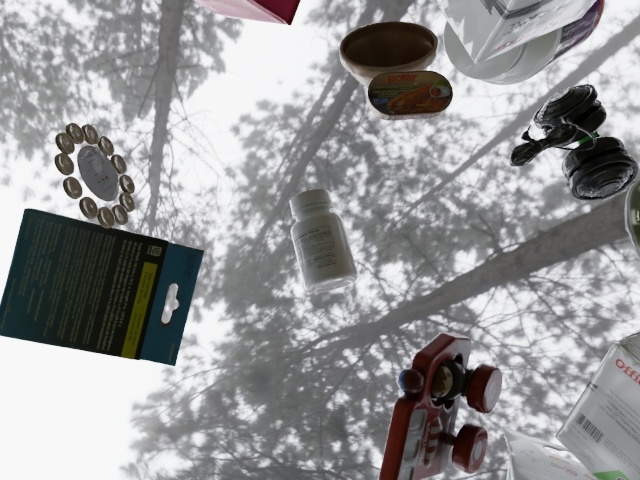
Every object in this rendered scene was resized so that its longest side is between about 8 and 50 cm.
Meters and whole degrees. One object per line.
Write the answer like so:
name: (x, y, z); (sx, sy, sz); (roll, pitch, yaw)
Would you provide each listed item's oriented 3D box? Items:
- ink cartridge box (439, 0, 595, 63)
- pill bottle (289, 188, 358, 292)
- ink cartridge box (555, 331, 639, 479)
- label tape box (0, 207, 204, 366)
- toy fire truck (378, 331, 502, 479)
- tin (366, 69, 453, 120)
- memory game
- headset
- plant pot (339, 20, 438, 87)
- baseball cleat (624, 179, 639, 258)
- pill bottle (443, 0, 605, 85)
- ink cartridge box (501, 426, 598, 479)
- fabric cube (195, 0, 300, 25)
ink cartridge box: (0.160, -0.202, 0.424); (0.109, 0.150, 0.063); (-26, -102, -12)
pill bottle: (0.000, 0.000, 1.471); (0.131, 0.131, 0.229); (-8, -107, -20)
ink cartridge box: (0.478, 0.269, 0.916); (0.093, 0.219, 0.160); (-10, -140, -33)
label tape box: (-0.423, 0.093, 1.199); (0.334, 0.106, 0.240); (15, -94, -16)
toy fire truck: (0.222, 0.334, 1.220); (0.254, 0.170, 0.301); (12, -89, -53)
tin: (0.195, -0.318, 1.352); (0.190, 0.040, 0.106); (-4, -102, -5)
memory game: (-0.366, -0.107, 1.007); (0.012, 0.186, 0.186); (-19, -102, 17)
headset: (0.504, -0.186, 1.240); (0.394, 0.185, 0.243); (-6, -110, -61)
plant pot: (0.169, -0.436, 1.511); (0.238, 0.109, 0.237); (-5, -135, 5)
baseball cleat: (0.425, 0.024, 0.767); (0.072, 0.109, 0.205); (-19, -94, 8)
pill bottle: (0.335, -0.368, 1.018); (0.181, 0.181, 0.323); (52, -132, 3)
ink cartridge box: (0.508, 0.533, 1.198); (0.309, 0.385, 0.091); (18, -78, 5)
fabric cube: (-0.185, -0.656, 1.365); (0.254, 0.258, 0.258); (17, -82, -48)
